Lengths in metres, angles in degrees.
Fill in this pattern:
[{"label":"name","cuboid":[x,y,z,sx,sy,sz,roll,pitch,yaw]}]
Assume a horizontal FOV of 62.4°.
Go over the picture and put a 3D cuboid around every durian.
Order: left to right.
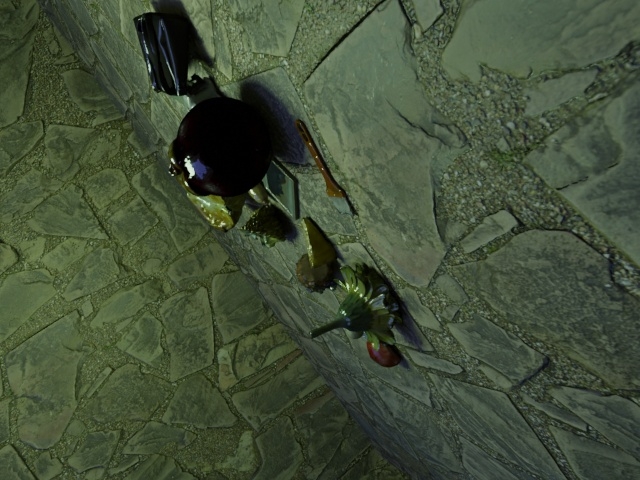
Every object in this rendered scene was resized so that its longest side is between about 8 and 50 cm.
[{"label":"durian","cuboid":[-0.231,-0.042,2.134,0.172,0.166,0.306,56,172,-6]}]

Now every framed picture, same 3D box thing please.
[{"label":"framed picture","cuboid":[-0.145,-0.199,1.858,0.192,0.018,0.265,46,162,20]}]

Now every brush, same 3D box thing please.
[{"label":"brush","cuboid":[0.007,-0.201,1.483,0.090,0.017,0.315,14,139,58]}]

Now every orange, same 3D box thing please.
[{"label":"orange","cuboid":[-0.438,-0.223,2.204,0.270,0.210,0.369,18,151,20]}]

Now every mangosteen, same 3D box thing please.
[{"label":"mangosteen","cuboid":[-0.319,-0.273,1.615,0.346,0.307,0.307,-14,119,31]}]

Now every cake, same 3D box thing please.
[{"label":"cake","cuboid":[0.001,-0.002,1.854,0.080,0.116,0.185,117,145,-66]}]

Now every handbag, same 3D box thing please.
[{"label":"handbag","cuboid":[-0.510,-0.603,1.715,0.285,0.113,0.257,29,130,50]}]

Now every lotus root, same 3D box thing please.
[{"label":"lotus root","cuboid":[-0.243,-0.191,2.039,0.150,0.062,0.073,50,170,6]}]

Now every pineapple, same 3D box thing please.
[{"label":"pineapple","cuboid":[-0.015,0.143,2.034,0.170,0.141,0.310,23,165,7]}]

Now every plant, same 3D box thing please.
[{"label":"plant","cuboid":[0.131,0.222,1.716,0.261,0.297,0.306,-30,81,39]}]

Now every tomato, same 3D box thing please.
[{"label":"tomato","cuboid":[0.230,0.439,2.043,0.155,0.069,0.156,37,166,11]}]

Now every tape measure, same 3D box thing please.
[{"label":"tape measure","cuboid":[-0.376,-0.405,1.847,0.265,0.130,0.258,50,160,5]}]

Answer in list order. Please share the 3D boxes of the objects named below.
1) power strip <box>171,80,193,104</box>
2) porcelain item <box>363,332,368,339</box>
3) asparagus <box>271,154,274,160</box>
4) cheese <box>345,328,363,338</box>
[{"label":"power strip","cuboid":[-0.520,-0.566,2.009,0.288,0.053,0.093,36,156,43]},{"label":"porcelain item","cuboid":[0.197,0.391,2.150,0.083,0.028,0.036,43,144,29]},{"label":"asparagus","cuboid":[-0.207,-0.275,1.803,0.024,0.025,0.248,14,178,-24]},{"label":"cheese","cuboid":[0.133,0.315,2.054,0.227,0.064,0.137,47,-146,-74]}]
